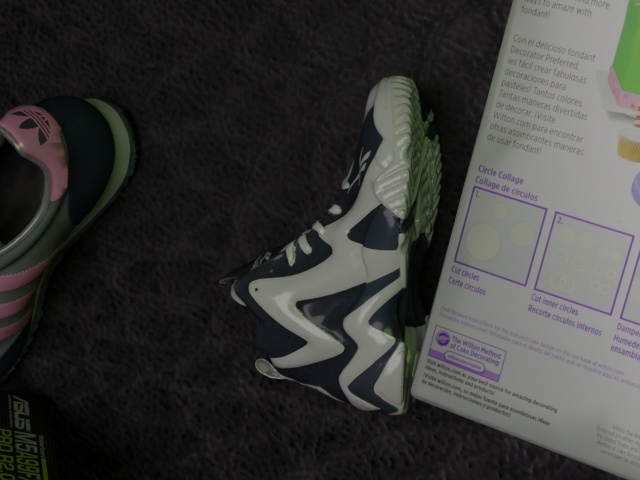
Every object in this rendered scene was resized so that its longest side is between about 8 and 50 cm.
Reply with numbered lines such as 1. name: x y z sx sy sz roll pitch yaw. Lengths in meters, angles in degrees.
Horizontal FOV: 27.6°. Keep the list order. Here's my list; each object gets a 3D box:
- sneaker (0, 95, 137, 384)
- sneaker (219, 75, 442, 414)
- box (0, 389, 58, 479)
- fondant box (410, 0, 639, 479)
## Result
1. sneaker: -0.278 0.015 1.051 0.112 0.131 0.319 40 111 19
2. sneaker: 0.000 0.000 0.921 0.153 0.094 0.235 5 107 19
3. box: -0.272 0.284 1.035 0.216 0.060 0.270 -129 55 -66
4. fondant box: 0.215 -0.022 0.807 0.238 0.096 0.330 19 104 25
